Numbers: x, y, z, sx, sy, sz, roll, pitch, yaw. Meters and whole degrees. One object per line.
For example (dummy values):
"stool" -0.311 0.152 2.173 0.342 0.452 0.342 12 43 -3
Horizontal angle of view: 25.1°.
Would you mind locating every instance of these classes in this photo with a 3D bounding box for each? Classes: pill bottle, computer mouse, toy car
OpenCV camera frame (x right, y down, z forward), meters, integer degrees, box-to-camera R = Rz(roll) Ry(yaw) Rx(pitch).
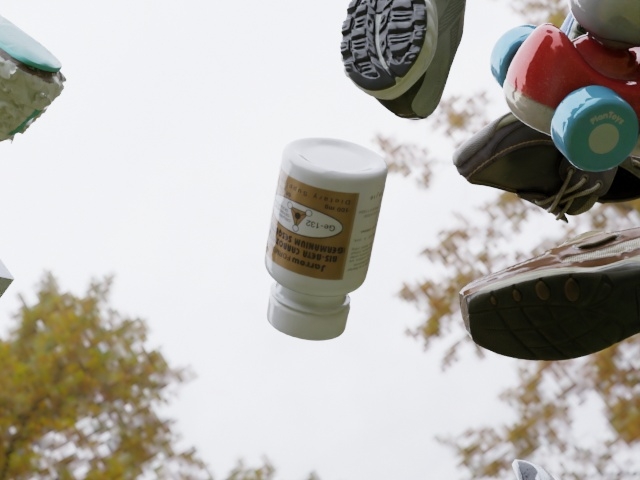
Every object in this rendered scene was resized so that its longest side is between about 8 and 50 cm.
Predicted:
"pill bottle" 0.000 0.000 1.766 0.131 0.131 0.229 -9 -60 -38
"computer mouse" 0.278 0.329 1.742 0.042 0.193 0.106 -28 -57 8
"toy car" 0.298 -0.203 1.341 0.210 0.219 0.238 9 -66 -17

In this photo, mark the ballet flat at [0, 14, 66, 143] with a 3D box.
"ballet flat" -0.465 -0.260 1.712 0.147 0.409 0.147 -34 -29 -22

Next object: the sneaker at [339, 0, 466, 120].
"sneaker" 0.088 -0.233 1.295 0.108 0.100 0.271 45 -126 -54

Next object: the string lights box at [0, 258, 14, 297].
"string lights box" -0.541 0.100 1.948 0.259 0.133 0.077 -51 -32 16

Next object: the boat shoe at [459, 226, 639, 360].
"boat shoe" 0.320 0.051 1.670 0.324 0.120 0.122 -9 -60 -4

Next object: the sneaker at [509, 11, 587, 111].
"sneaker" 0.342 -0.256 2.027 0.130 0.147 0.330 20 -76 -34

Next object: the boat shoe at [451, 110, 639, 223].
"boat shoe" 0.319 -0.099 1.838 0.355 0.130 0.132 -8 -25 -41
